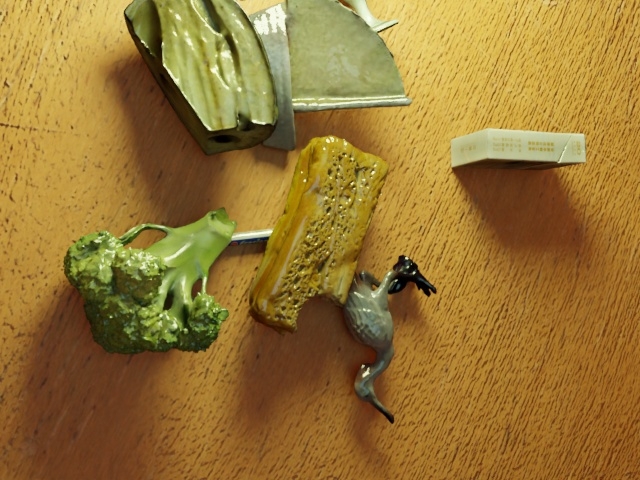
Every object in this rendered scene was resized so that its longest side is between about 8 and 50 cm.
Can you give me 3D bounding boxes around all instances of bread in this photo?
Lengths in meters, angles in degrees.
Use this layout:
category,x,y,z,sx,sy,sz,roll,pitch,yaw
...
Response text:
category,x,y,z,sx,sy,sz,roll,pitch,yaw
bread,0.000,0.000,1.571,0.185,0.109,0.381,26,78,-27

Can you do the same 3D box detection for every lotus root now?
category,x,y,z,sx,sy,sz,roll,pitch,yaw
lotus root,-0.202,-0.305,1.500,0.210,0.142,0.314,-22,89,-5

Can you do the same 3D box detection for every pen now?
category,x,y,z,sx,sy,sz,roll,pitch,yaw
pen,-0.151,-0.003,1.580,0.204,0.025,0.025,-7,90,-20

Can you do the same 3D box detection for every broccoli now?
category,x,y,z,sx,sy,sz,roll,pitch,yaw
broccoli,-0.264,0.070,1.415,0.302,0.186,0.254,-20,67,-5

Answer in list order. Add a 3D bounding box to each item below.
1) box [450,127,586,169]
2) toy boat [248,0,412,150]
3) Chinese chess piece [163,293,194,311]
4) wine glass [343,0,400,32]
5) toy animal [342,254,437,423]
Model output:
category,x,y,z,sx,sy,sz,roll,pitch,yaw
box,0.405,-0.184,1.729,0.233,0.149,0.067,0,91,-20
toy boat,-0.012,-0.332,1.577,0.293,0.111,0.276,-24,109,-7
Chinese chess piece,-0.269,0.119,1.526,0.084,0.034,0.084,2,84,-21
wine glass,0.054,-0.504,1.627,0.126,0.126,0.241,-28,100,-19
toy animal,0.105,0.169,1.630,0.195,0.090,0.324,21,76,-12
